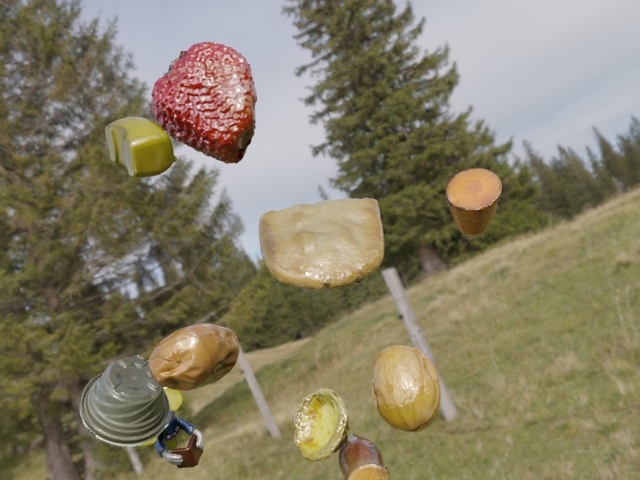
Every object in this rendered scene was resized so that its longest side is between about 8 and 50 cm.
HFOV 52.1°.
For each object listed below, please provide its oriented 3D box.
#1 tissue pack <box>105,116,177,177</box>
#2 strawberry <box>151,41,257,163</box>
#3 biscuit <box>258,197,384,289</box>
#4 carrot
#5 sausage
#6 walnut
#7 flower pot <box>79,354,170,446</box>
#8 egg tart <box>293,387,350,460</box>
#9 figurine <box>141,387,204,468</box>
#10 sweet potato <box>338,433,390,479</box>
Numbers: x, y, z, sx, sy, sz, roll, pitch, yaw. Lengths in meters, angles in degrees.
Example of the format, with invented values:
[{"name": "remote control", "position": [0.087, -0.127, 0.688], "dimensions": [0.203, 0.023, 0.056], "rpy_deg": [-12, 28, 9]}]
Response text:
[{"name": "tissue pack", "position": [-0.442, -0.235, 1.624], "dimensions": [0.127, 0.123, 0.178], "rpy_deg": [-23, 39, -32]}, {"name": "strawberry", "position": [-0.293, -0.364, 1.769], "dimensions": [0.267, 0.351, 0.312], "rpy_deg": [0, -50, -40]}, {"name": "biscuit", "position": [0.000, -0.001, 2.206], "dimensions": [0.429, 0.104, 0.446], "rpy_deg": [0, 39, -1]}, {"name": "carrot", "position": [0.463, -0.087, 1.967], "dimensions": [0.159, 0.159, 0.225], "rpy_deg": [-25, -40, -4]}, {"name": "sausage", "position": [-0.240, 0.226, 1.288], "dimensions": [0.136, 0.120, 0.241], "rpy_deg": [-22, -10, 5]}, {"name": "walnut", "position": [0.192, 0.333, 1.485], "dimensions": [0.159, 0.206, 0.159], "rpy_deg": [-9, -36, -7]}, {"name": "flower pot", "position": [-0.484, 0.390, 1.664], "dimensions": [0.235, 0.235, 0.140], "rpy_deg": [-20, -37, -50]}, {"name": "egg tart", "position": [0.011, 0.512, 1.812], "dimensions": [0.090, 0.212, 0.212], "rpy_deg": [22, -35, -34]}, {"name": "figurine", "position": [-0.503, 0.640, 2.242], "dimensions": [0.204, 0.283, 0.338], "rpy_deg": [-45, 2, -17]}, {"name": "sweet potato", "position": [0.107, 0.607, 1.830], "dimensions": [0.131, 0.131, 0.336], "rpy_deg": [-25, 13, -2]}]
